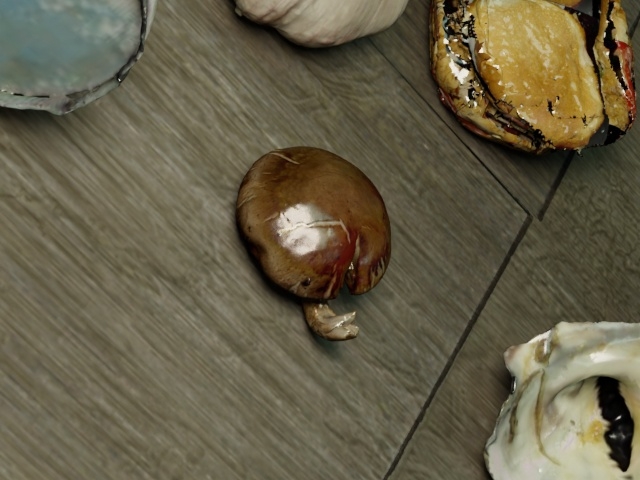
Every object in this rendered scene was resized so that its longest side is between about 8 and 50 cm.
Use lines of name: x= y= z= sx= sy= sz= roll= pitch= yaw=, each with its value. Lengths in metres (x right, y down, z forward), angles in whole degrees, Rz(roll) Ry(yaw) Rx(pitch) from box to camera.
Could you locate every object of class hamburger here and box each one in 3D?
hamburger: x=0.199 y=-0.176 z=1.396 sx=0.231 sy=0.107 sz=0.231 roll=11 pitch=69 yaw=-32

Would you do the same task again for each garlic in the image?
garlic: x=0.016 y=-0.283 z=1.220 sx=0.218 sy=0.212 sz=0.219 roll=17 pitch=58 yaw=-29

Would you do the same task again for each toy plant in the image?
toy plant: x=-0.189 y=-0.287 z=1.066 sx=0.247 sy=0.247 sz=0.332 roll=37 pitch=47 yaw=-22

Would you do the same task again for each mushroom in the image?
mushroom: x=0.001 y=0.000 z=1.182 sx=0.135 sy=0.080 sz=0.171 roll=-7 pitch=74 yaw=-30

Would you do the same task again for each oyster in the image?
oyster: x=0.253 y=0.160 z=1.309 sx=0.271 sy=0.100 sz=0.275 roll=7 pitch=81 yaw=-35
